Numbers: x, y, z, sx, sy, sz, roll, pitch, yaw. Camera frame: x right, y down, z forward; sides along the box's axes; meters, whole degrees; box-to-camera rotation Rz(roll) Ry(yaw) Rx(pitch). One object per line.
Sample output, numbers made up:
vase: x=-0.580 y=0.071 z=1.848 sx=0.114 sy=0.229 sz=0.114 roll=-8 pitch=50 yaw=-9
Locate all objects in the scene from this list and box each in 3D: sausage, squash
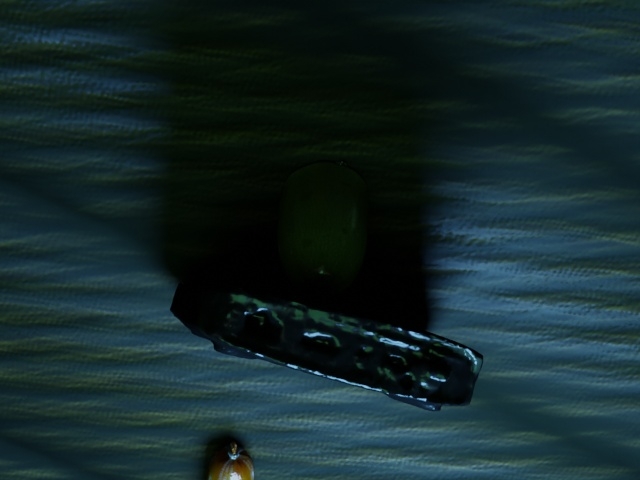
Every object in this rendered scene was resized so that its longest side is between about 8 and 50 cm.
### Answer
sausage: x=-0.133 y=0.382 z=2.107 sx=0.071 sy=0.071 sz=0.234 roll=5 pitch=121 yaw=-2
squash: x=0.000 y=0.000 z=1.804 sx=0.123 sy=0.186 sz=0.123 roll=2 pitch=128 yaw=3

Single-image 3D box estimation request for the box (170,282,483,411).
box: x=0.000 y=0.121 z=1.802 sx=0.359 sy=0.350 sz=0.091 roll=16 pitch=87 yaw=-10
